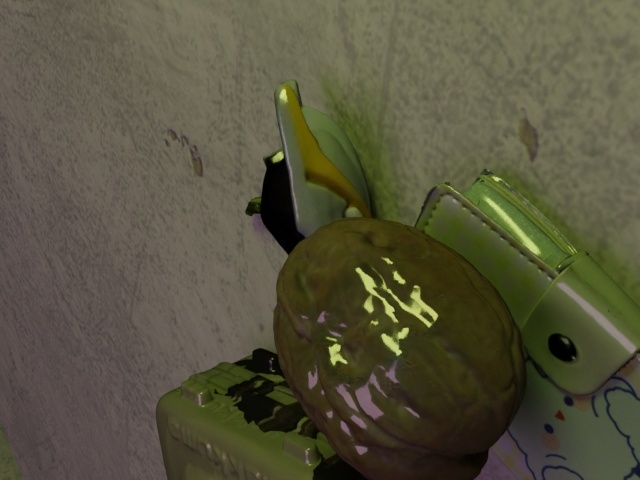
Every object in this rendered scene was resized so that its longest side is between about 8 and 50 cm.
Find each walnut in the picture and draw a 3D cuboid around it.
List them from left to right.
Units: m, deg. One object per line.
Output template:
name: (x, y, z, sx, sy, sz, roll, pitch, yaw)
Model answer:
walnut: (0.051, 0.076, 0.643, 0.230, 0.178, 0.178, 46, 136, 32)

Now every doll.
doll: (0.000, 0.000, 0.811, 0.103, 0.145, 0.316, -8, 89, 28)

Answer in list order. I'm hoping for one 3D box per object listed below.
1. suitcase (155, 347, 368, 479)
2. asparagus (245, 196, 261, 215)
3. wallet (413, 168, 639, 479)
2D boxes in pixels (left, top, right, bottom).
suitcase: (-0.029, 0.323, 0.943, 0.352, 0.194, 0.339, 15, 119, 48)
asparagus: (-0.057, -0.038, 0.960, 0.108, 0.025, 0.021, 4, 118, 50)
wallet: (0.183, 0.110, 0.685, 0.309, 0.077, 0.223, 48, 140, 25)
